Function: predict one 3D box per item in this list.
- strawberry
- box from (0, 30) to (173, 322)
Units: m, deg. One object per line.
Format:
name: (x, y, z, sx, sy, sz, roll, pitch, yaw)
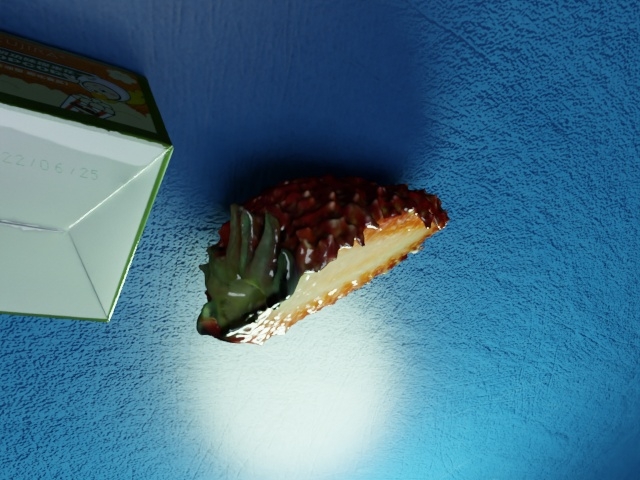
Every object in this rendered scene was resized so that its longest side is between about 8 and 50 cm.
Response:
strawberry: (0.000, 0.000, 0.646, 0.306, 0.138, 0.233, -20, 160, -45)
box: (-0.245, -0.055, 0.441, 0.194, 0.148, 0.178, 11, 120, -32)
